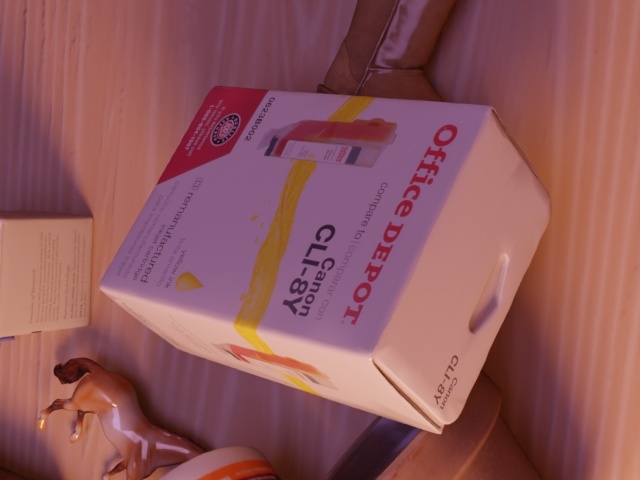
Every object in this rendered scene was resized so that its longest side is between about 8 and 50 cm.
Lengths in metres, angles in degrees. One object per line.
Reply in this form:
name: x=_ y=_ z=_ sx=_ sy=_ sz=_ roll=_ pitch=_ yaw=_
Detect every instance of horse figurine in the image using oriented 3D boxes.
horse figurine: x=-0.269 y=0.248 z=1.424 sx=0.174 sy=0.066 sz=0.263 roll=-46 pitch=75 yaw=26

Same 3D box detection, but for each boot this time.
boot: x=0.125 y=-0.237 z=1.201 sx=0.236 sy=0.089 sz=0.270 roll=28 pitch=102 yaw=23

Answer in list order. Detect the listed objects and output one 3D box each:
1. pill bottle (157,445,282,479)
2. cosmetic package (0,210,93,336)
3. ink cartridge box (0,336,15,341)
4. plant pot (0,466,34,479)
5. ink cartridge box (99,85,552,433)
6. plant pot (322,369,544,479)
pill bottle: x=-0.050 y=0.441 z=1.197 sx=0.224 sy=0.224 sz=0.392 roll=-51 pitch=60 yaw=19
cosmetic package: x=-0.413 y=0.038 z=1.421 sx=0.151 sy=0.183 sz=0.152 roll=4 pitch=93 yaw=27
ink cartridge box: x=-0.568 y=0.032 z=1.497 sx=0.065 sy=0.185 sz=0.311 roll=-42 pitch=74 yaw=18
plant pot: x=-0.441 y=0.379 z=1.468 sx=0.165 sy=0.167 sz=0.167 roll=12 pitch=97 yaw=17
ink cartridge box: x=0.000 y=0.000 z=1.119 sx=0.384 sy=0.160 sz=0.279 roll=11 pitch=65 yaw=41
plant pot: x=0.142 y=0.289 z=1.136 sx=0.229 sy=0.263 sz=0.263 roll=44 pitch=110 yaw=1
